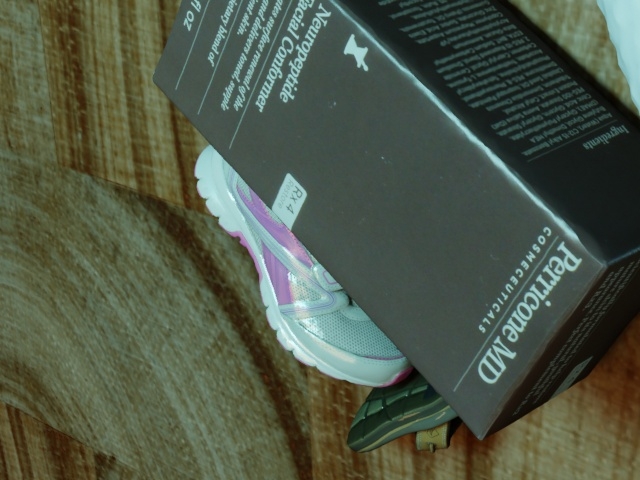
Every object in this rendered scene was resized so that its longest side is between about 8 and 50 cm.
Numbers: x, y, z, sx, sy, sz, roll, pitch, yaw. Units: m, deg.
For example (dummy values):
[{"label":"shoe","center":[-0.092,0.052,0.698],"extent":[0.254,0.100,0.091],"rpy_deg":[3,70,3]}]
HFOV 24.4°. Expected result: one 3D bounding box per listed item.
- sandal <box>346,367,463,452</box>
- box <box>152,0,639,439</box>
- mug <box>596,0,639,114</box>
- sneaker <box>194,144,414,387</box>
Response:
[{"label":"sandal","center":[0.099,0.127,1.160],"extent":[0.060,0.090,0.219],"rpy_deg":[47,133,-14]},{"label":"box","center":[0.063,-0.072,1.033],"extent":[0.381,0.143,0.191],"rpy_deg":[46,135,20]},{"label":"mug","center":[0.300,-0.187,0.678],"extent":[0.374,0.276,0.328],"rpy_deg":[-23,85,19]},{"label":"sneaker","center":[0.000,0.000,1.166],"extent":[0.252,0.103,0.111],"rpy_deg":[55,139,10]}]
